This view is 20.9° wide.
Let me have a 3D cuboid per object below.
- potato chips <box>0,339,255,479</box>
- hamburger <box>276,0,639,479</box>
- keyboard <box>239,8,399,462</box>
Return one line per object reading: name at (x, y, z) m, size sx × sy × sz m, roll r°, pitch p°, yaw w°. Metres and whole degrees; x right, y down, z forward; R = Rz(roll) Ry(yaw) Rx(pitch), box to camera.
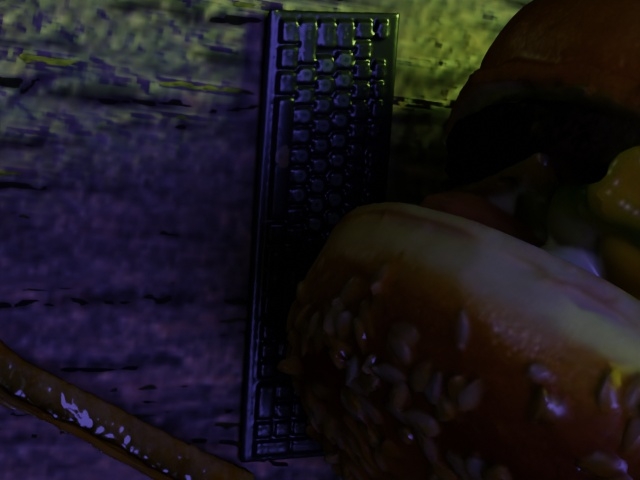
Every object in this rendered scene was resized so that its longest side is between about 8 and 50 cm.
potato chips at (-0.101, 0.062, 0.703) m, size 0.204 × 0.026 × 0.037 m, roll 39°, pitch 71°, yaw -29°
hamburger at (0.132, 0.051, 0.679) m, size 0.291 × 0.291 × 0.225 m, roll 44°, pitch 73°, yaw -30°
keyboard at (0.000, 0.000, 0.747) m, size 0.063 × 0.010 × 0.198 m, roll -3°, pitch 105°, yaw -25°
